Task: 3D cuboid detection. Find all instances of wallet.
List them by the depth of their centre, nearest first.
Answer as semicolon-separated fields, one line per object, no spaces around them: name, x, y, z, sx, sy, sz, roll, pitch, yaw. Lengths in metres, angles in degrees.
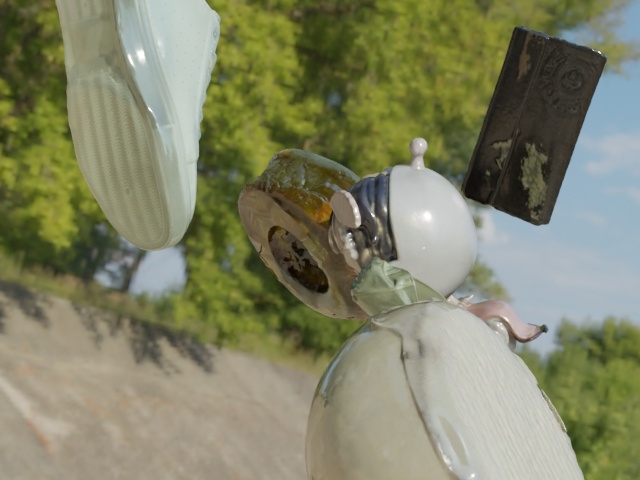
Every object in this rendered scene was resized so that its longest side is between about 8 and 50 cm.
wallet;0.367;-0.198;2.249;0.170;0.321;0.044;21;14;15

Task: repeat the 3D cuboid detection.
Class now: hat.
hat;0.108;0.089;1.745;0.166;0.081;0.122;38;-20;16

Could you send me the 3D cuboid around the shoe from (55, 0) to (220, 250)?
shoe;-0.170;-0.176;1.348;0.131;0.363;0.160;-9;4;42

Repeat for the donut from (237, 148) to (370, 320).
donut;0.000;0.000;2.254;0.330;0.160;0.330;27;-37;23

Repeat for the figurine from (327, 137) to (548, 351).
figurine;0.167;0.043;1.999;0.361;0.211;0.253;55;-1;-3

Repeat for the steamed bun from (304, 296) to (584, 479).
steamed bun;0.125;0.262;1.423;0.241;0.374;0.374;-36;-32;21
